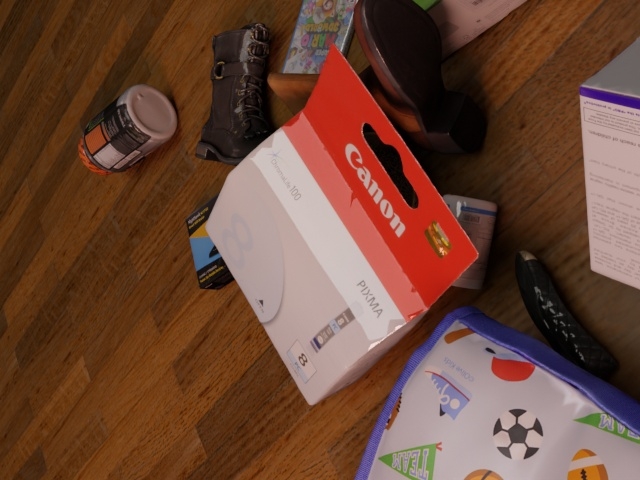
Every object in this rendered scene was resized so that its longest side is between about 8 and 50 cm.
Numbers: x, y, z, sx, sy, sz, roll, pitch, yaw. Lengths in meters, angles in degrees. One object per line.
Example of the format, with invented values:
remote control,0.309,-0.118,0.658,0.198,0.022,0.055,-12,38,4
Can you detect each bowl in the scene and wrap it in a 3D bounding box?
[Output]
bowl,0.082,-0.055,1.079,0.170,0.080,0.170,-5,83,45

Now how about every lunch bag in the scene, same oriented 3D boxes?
lunch bag,0.204,0.301,0.815,0.327,0.238,0.386,32,115,44

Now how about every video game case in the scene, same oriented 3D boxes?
video game case,0.000,-0.305,1.235,0.119,0.015,0.166,28,105,42

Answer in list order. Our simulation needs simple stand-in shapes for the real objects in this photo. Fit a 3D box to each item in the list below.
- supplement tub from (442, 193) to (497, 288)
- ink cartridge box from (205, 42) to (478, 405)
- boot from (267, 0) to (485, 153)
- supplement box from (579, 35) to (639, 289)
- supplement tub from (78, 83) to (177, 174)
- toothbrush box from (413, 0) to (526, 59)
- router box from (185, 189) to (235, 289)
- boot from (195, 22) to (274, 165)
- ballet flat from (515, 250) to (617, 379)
supplement tub,0.173,0.001,0.990,0.071,0.071,0.107,14,96,44
ink cartridge box,0.000,0.000,1.014,0.308,0.091,0.385,58,148,17
boot,0.040,-0.211,1.030,0.280,0.264,0.096,14,76,43
supplement box,0.321,-0.064,0.746,0.114,0.111,0.220,26,144,44
supplement tub,-0.364,-0.200,1.511,0.190,0.117,0.117,-26,68,40
toothbrush box,0.140,-0.400,1.034,0.206,0.122,0.283,-30,64,38
router box,-0.142,-0.013,1.320,0.179,0.046,0.133,-32,63,38
boot,-0.116,-0.232,1.288,0.263,0.091,0.229,16,97,47
ballet flat,0.269,0.084,0.914,0.057,0.049,0.173,83,165,-61
